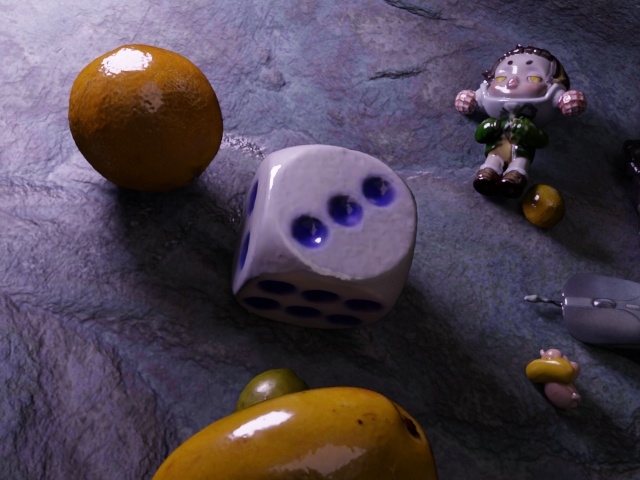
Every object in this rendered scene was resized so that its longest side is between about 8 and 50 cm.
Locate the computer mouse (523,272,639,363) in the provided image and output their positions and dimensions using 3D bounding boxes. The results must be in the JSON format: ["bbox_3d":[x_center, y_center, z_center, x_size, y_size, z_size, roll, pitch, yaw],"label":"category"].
[{"bbox_3d":[0.588,0.146,1.413,0.379,0.090,0.167,12,60,-9],"label":"computer mouse"}]

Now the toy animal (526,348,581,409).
[{"bbox_3d":[0.450,0.249,1.322,0.082,0.091,0.114,-27,72,-41],"label":"toy animal"}]

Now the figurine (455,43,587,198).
[{"bbox_3d":[0.424,-0.264,1.530,0.281,0.167,0.370,7,66,30],"label":"figurine"}]

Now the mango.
[{"bbox_3d":[-0.048,0.367,1.013,0.445,0.300,0.232,-16,28,-7],"label":"mango"}]

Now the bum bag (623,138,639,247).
[{"bbox_3d":[0.743,-0.094,1.575,0.144,0.095,0.341,17,61,-25],"label":"bum bag"}]

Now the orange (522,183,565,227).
[{"bbox_3d":[0.465,-0.074,1.488,0.085,0.085,0.095,-11,70,-21],"label":"orange"}]

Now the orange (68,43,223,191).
[{"bbox_3d":[-0.297,-0.205,1.234,0.264,0.264,0.264,7,62,-13],"label":"orange"}]

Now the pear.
[{"bbox_3d":[-0.076,0.266,1.147,0.107,0.107,0.131,41,60,6],"label":"pear"}]

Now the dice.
[{"bbox_3d":[0.000,0.000,1.226,0.259,0.243,0.251,14,61,-13],"label":"dice"}]
